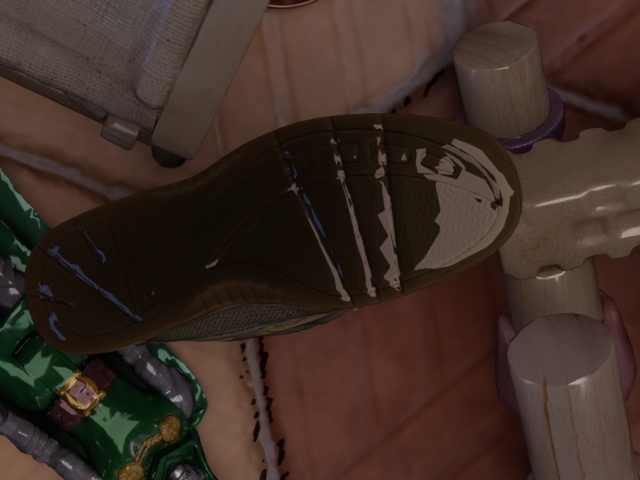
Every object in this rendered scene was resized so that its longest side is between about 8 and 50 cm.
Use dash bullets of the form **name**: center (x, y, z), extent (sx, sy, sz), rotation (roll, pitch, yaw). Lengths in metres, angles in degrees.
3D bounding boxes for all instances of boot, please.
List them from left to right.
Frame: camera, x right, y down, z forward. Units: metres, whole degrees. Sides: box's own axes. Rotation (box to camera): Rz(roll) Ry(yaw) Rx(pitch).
- **boot**: center (0.000, 0.000, 0.772), extent (0.213, 0.165, 0.077), rotation (-16, 83, 19)

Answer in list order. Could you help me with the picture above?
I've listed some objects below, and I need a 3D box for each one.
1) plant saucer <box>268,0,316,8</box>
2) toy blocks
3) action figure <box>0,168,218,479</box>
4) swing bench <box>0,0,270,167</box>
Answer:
- **plant saucer**: center (-0.020, -0.155, 0.864), extent (0.083, 0.013, 0.083), rotation (0, 94, -7)
- **toy blocks**: center (0.218, 0.038, 0.832), extent (0.288, 0.309, 0.260), rotation (-14, 128, 5)
- **action figure**: center (-0.135, 0.053, 0.839), extent (0.232, 0.063, 0.137), rotation (41, 84, -11)
- **swing bench**: center (-0.137, -0.149, 0.718), extent (0.253, 0.254, 0.165), rotation (24, 92, -5)
